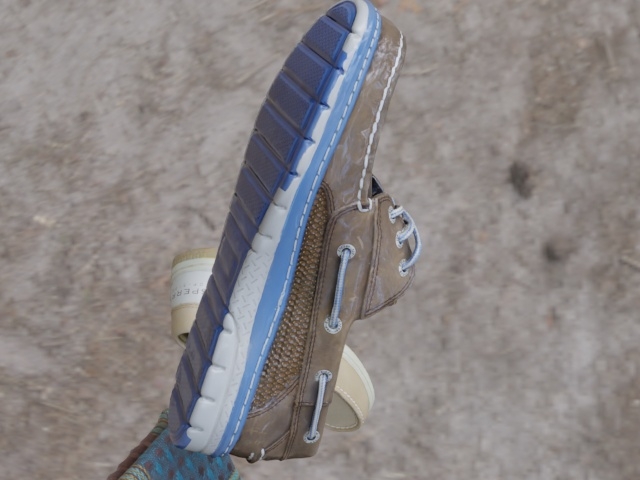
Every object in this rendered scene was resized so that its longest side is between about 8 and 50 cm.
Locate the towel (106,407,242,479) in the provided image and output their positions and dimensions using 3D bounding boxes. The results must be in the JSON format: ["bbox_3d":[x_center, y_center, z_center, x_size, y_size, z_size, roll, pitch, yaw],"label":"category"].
[{"bbox_3d":[-0.053,0.307,0.855,0.370,0.040,0.271,66,24,-11],"label":"towel"}]

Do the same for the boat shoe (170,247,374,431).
[{"bbox_3d":[-0.030,0.072,0.839,0.170,0.063,0.059,43,45,-38],"label":"boat shoe"}]

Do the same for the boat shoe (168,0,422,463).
[{"bbox_3d":[0.000,0.000,0.565,0.066,0.066,0.183,15,109,-19],"label":"boat shoe"}]
